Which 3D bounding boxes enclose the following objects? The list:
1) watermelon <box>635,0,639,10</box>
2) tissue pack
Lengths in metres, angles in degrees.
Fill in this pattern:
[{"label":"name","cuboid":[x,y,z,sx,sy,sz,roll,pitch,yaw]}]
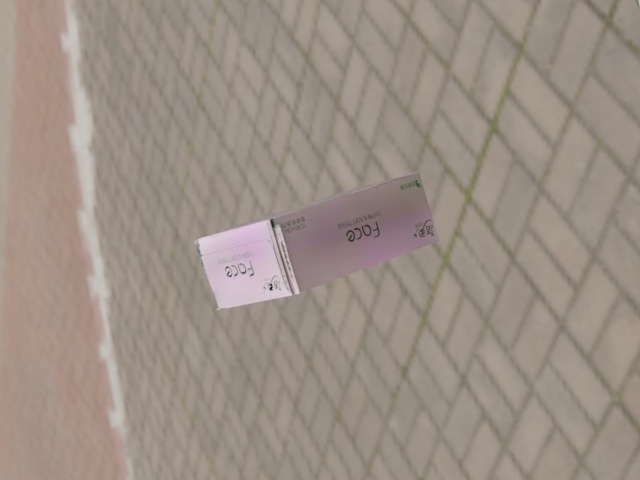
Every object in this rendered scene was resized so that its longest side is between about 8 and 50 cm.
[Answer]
[{"label":"watermelon","cuboid":[0.394,-0.242,0.929,0.363,0.363,0.363,34,129,57]},{"label":"tissue pack","cuboid":[0.000,0.000,1.500,0.148,0.246,0.092,-14,93,50]}]
